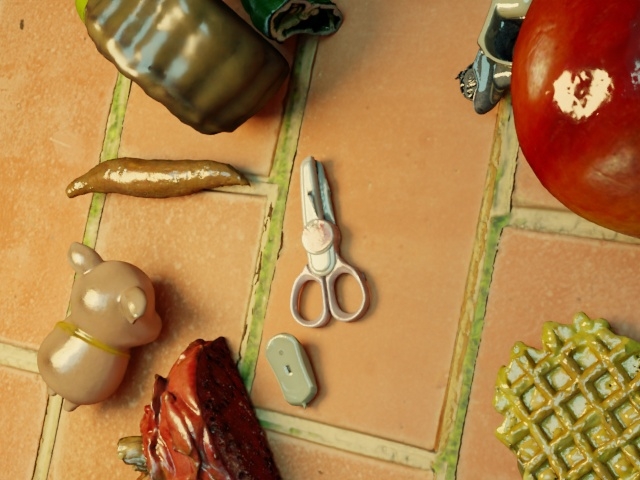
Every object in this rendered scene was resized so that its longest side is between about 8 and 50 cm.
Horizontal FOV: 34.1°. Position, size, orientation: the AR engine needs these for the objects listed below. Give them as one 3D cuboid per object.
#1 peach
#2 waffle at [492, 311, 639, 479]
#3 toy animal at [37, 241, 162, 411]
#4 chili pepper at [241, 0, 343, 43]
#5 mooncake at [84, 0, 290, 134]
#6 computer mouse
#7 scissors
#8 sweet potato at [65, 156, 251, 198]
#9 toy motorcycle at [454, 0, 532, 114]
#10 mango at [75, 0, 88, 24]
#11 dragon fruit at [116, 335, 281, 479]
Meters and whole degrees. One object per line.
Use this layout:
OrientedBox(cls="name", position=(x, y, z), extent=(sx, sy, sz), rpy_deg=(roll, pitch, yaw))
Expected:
OrientedBox(cls="peach", position=(0.389, -0.194, 1.095), extent=(0.388, 0.388, 0.388), rpy_deg=(-6, 78, 27))
OrientedBox(cls="waffle", position=(0.327, 0.229, 1.236), extent=(0.262, 0.060, 0.280), rpy_deg=(8, 83, 31))
OrientedBox(cls="toy animal", position=(-0.337, 0.142, 1.564), extent=(0.165, 0.149, 0.248), rpy_deg=(31, 108, 14))
OrientedBox(cls="chili pepper", position=(-0.095, -0.394, 1.544), extent=(0.270, 0.136, 0.099), rpy_deg=(47, 147, 32))
OrientedBox(cls="mooncake", position=(-0.189, -0.279, 1.479), extent=(0.161, 0.290, 0.290), rpy_deg=(-47, 63, 9))
OrientedBox(cls="computer mouse", position=(-0.037, 0.181, 1.454), extent=(0.056, 0.032, 0.110), rpy_deg=(-27, 80, 22))
OrientedBox(cls="scissors", position=(0.000, 0.000, 1.468), extent=(0.118, 0.030, 0.242), rpy_deg=(-14, 78, 25))
OrientedBox(cls="sweet potato", position=(-0.247, -0.094, 1.600), extent=(0.314, 0.072, 0.066), rpy_deg=(2, 85, 19))
OrientedBox(cls="toy motorcycle", position=(0.270, -0.278, 1.331), extent=(0.157, 0.091, 0.263), rpy_deg=(29, 100, 47))
OrientedBox(cls="mango", position=(-0.333, -0.379, 1.691), extent=(0.163, 0.089, 0.117), rpy_deg=(17, 96, 41))
OrientedBox(cls="dragon fruit", position=(-0.194, 0.304, 1.447), extent=(0.205, 0.152, 0.317), rpy_deg=(-34, 67, 20))
